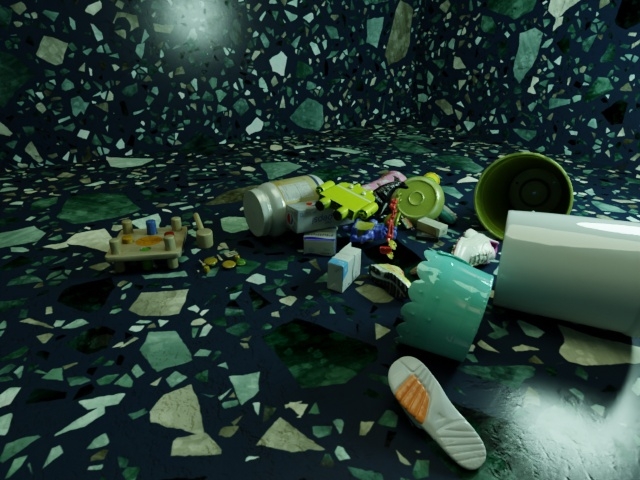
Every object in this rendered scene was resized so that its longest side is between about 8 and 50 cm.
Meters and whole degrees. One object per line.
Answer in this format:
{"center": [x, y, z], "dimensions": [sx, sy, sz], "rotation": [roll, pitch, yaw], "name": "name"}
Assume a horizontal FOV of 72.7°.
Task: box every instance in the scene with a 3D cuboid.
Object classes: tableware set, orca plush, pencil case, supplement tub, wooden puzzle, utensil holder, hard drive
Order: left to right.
{"center": [-0.358, 0.084, 1.594], "dimensions": [0.154, 0.024, 0.104], "rotation": [-16, 34, -33], "name": "tableware set"}
{"center": [-0.142, -0.144, 1.831], "dimensions": [0.316, 0.228, 0.228], "rotation": [-16, 30, -30], "name": "supplement tub"}
{"center": [0.275, -0.222, 2.090], "dimensions": [0.167, 0.160, 0.386], "rotation": [36, 39, 22], "name": "pencil case"}
{"center": [0.253, -0.157, 1.856], "dimensions": [0.287, 0.151, 0.102], "rotation": [-31, 1, 1], "name": "orca plush"}
{"center": [0.379, -0.075, 1.904], "dimensions": [0.049, 0.006, 0.083], "rotation": [-17, 68, -47], "name": "wooden puzzle"}
{"center": [0.459, -0.033, 1.854], "dimensions": [0.094, 0.022, 0.135], "rotation": [8, 27, 14], "name": "hard drive"}
{"center": [0.737, 0.081, 1.289], "dimensions": [0.385, 0.328, 0.327], "rotation": [10, 27, 23], "name": "utensil holder"}

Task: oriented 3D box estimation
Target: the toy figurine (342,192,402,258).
{"center": [0.202, -0.073, 1.758], "dimensions": [0.217, 0.191, 0.362], "rotation": [3, 24, 16], "name": "toy figurine"}

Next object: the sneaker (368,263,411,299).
{"center": [0.254, 0.125, 1.456], "dimensions": [0.094, 0.081, 0.208], "rotation": [-11, 28, -27], "name": "sneaker"}

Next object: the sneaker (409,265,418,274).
{"center": [0.379, 0.116, 1.535], "dimensions": [0.118, 0.067, 0.042], "rotation": [-21, 18, 28], "name": "sneaker"}

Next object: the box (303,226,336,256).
{"center": [0.000, 0.000, 1.716], "dimensions": [0.126, 0.072, 0.137], "rotation": [2, 26, 3], "name": "box"}

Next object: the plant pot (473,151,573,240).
{"center": [0.900, -0.193, 1.880], "dimensions": [0.366, 0.366, 0.353], "rotation": [18, 19, 32], "name": "plant pot"}

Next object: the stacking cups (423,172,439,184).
{"center": [0.539, -0.254, 2.259], "dimensions": [0.096, 0.096, 0.316], "rotation": [12, 33, 22], "name": "stacking cups"}

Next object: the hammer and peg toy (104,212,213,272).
{"center": [-0.583, 0.006, 1.629], "dimensions": [0.361, 0.127, 0.266], "rotation": [-4, 24, -10], "name": "hammer and peg toy"}

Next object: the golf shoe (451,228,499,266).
{"center": [0.565, 0.045, 1.599], "dimensions": [0.140, 0.115, 0.306], "rotation": [19, 32, 27], "name": "golf shoe"}

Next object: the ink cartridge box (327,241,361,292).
{"center": [0.091, 0.088, 1.498], "dimensions": [0.060, 0.104, 0.180], "rotation": [14, 29, 25], "name": "ink cartridge box"}

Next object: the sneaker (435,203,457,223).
{"center": [0.477, -0.139, 2.002], "dimensions": [0.302, 0.121, 0.108], "rotation": [34, 2, 24], "name": "sneaker"}

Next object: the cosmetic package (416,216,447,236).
{"center": [0.468, -0.056, 1.826], "dimensions": [0.060, 0.041, 0.115], "rotation": [-20, 32, -35], "name": "cosmetic package"}

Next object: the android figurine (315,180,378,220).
{"center": [0.107, -0.161, 1.708], "dimensions": [0.248, 0.056, 0.273], "rotation": [31, 39, 25], "name": "android figurine"}

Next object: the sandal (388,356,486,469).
{"center": [0.240, 0.381, 0.949], "dimensions": [0.102, 0.076, 0.265], "rotation": [-26, 55, -19], "name": "sandal"}

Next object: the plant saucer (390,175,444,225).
{"center": [0.431, -0.183, 1.951], "dimensions": [0.241, 0.241, 0.037], "rotation": [12, -11, 22], "name": "plant saucer"}

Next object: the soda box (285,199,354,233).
{"center": [0.003, -0.106, 1.742], "dimensions": [0.286, 0.098, 0.091], "rotation": [-13, 27, -33], "name": "soda box"}

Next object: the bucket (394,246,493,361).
{"center": [0.327, 0.173, 1.152], "dimensions": [0.183, 0.281, 0.281], "rotation": [20, 31, 18], "name": "bucket"}
